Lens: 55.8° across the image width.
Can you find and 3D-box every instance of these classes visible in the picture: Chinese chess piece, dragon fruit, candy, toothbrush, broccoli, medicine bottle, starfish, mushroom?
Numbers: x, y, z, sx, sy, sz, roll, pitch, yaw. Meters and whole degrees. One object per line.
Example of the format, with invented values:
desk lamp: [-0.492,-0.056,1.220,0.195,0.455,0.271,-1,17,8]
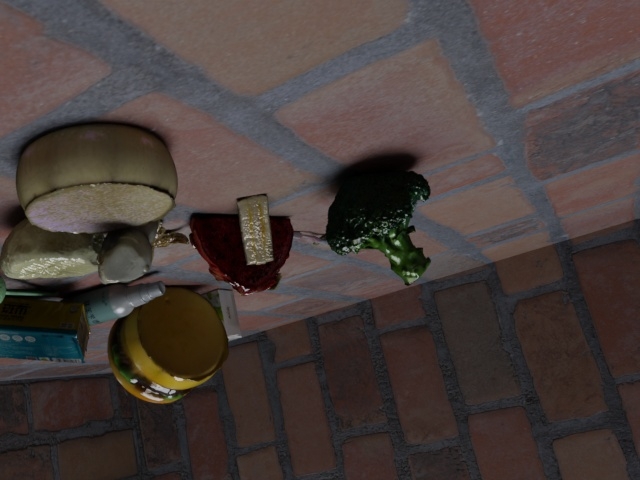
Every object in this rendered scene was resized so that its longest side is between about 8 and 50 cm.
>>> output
Chinese chess piece: [-0.391,-0.100,1.074,0.269,0.112,0.270,-12,165,-3]
dragon fruit: [-0.221,0.053,1.601,0.316,0.205,0.152,2,160,-42]
candy: [-0.827,0.141,1.640,0.119,0.119,0.440,-14,172,4]
toothbrush: [0.000,0.000,1.910,0.027,0.021,0.269,-7,166,44]
broccoli: [0.162,-0.039,1.474,0.297,0.297,0.297,-43,-174,5]
medicine bottle: [-0.661,0.196,1.927,0.351,0.110,0.110,-16,165,11]
starfish: [-0.458,0.014,1.532,0.235,0.062,0.277,-6,167,-24]
mushroom: [-0.399,0.006,1.261,0.109,0.097,0.351,-16,-161,-4]

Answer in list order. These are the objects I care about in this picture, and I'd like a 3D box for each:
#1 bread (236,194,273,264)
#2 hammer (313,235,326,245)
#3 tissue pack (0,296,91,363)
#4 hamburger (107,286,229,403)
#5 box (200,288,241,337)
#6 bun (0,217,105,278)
bread: [-0.157,-0.023,1.492,0.077,0.152,0.105,-11,170,-11]
hammer: [0.039,-0.022,1.922,0.062,0.013,0.199,-2,162,-35]
tissue pack: [-0.841,0.265,1.811,0.270,0.134,0.192,6,139,-9]
hamburger: [-0.558,0.368,2.132,0.395,0.396,0.277,4,148,-48]
box: [-0.459,0.321,2.401,0.260,0.195,0.111,-21,163,25]
bun: [-0.565,0.010,1.289,0.220,0.134,0.220,-8,171,-1]
